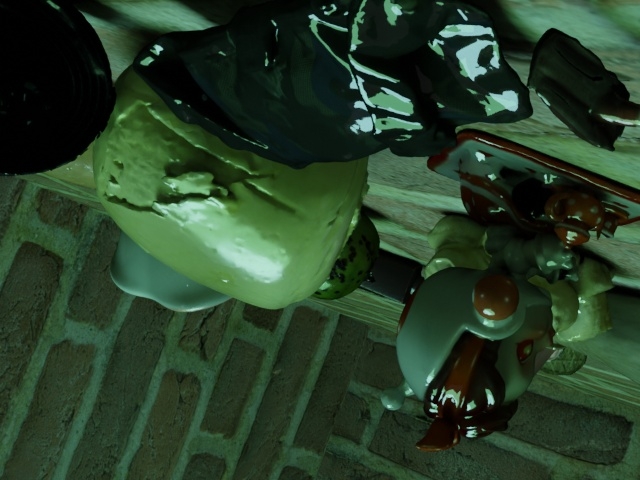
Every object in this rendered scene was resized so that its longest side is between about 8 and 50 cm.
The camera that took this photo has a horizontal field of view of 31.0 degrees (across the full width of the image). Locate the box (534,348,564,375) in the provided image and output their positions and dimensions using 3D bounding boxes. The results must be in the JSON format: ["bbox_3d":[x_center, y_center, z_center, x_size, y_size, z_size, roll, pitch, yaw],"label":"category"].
[{"bbox_3d":[0.214,0.128,1.424,0.151,0.135,0.151,32,156,16],"label":"box"}]

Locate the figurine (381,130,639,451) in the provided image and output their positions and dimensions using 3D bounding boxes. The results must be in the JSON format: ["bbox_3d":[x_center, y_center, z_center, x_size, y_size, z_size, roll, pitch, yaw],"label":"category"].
[{"bbox_3d":[0.127,0.058,0.886,0.160,0.226,0.183,22,174,-2],"label":"figurine"}]

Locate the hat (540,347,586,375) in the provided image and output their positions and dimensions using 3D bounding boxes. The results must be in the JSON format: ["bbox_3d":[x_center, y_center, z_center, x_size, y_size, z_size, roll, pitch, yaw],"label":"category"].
[{"bbox_3d":[0.302,0.098,1.500,0.146,0.067,0.146,33,143,30],"label":"hat"}]

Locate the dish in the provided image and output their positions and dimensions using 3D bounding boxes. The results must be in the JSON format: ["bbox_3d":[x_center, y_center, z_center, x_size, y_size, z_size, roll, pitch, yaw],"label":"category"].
[{"bbox_3d":[-0.121,-0.039,1.157,0.229,0.229,0.081,16,146,34],"label":"dish"}]

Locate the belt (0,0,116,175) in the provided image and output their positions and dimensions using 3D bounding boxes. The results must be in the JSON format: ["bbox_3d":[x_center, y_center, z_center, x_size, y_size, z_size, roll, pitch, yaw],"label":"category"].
[{"bbox_3d":[-0.253,-0.127,0.843,0.198,0.151,0.078,34,170,-22],"label":"belt"}]

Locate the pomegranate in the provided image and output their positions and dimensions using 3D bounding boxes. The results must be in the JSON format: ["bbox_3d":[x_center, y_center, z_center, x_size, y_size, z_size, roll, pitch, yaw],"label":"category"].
[{"bbox_3d":[0.000,0.000,1.375,0.161,0.122,0.122,45,170,-7],"label":"pomegranate"}]

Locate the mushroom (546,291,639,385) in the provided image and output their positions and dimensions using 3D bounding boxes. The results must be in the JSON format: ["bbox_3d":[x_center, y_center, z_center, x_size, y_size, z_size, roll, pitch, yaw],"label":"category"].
[{"bbox_3d":[0.340,0.106,1.250,0.247,0.096,0.108,22,173,43],"label":"mushroom"}]

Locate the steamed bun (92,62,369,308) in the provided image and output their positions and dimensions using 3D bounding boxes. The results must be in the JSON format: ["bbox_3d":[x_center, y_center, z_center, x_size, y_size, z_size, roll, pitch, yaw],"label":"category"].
[{"bbox_3d":[-0.085,-0.043,0.975,0.232,0.166,0.273,19,175,-7],"label":"steamed bun"}]

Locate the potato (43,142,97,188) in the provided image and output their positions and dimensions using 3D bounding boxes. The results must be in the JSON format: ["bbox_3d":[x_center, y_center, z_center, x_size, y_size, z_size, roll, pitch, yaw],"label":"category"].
[{"bbox_3d":[-0.252,-0.113,1.182,0.178,0.109,0.118,25,153,-36],"label":"potato"}]

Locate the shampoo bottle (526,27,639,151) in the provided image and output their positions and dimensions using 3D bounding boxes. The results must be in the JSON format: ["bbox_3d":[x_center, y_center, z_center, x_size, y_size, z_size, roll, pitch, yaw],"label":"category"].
[{"bbox_3d":[0.228,-0.033,0.468,0.284,0.071,0.153,15,170,33],"label":"shampoo bottle"}]

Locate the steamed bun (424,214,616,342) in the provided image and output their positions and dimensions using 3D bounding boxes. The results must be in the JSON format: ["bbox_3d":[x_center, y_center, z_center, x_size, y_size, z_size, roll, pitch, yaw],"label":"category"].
[{"bbox_3d":[0.203,0.054,1.173,0.192,0.106,0.177,24,175,-41],"label":"steamed bun"}]

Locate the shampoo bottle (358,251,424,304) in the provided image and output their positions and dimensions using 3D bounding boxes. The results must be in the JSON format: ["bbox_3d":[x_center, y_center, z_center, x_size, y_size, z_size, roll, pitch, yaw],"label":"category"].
[{"bbox_3d":[0.094,0.049,1.708,0.236,0.068,0.067,21,175,16],"label":"shampoo bottle"}]

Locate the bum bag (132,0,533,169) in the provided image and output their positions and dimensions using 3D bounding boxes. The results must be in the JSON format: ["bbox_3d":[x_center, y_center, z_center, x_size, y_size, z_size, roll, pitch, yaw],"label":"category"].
[{"bbox_3d":[-0.002,-0.093,0.678,0.137,0.074,0.310,37,162,-26],"label":"bum bag"}]
